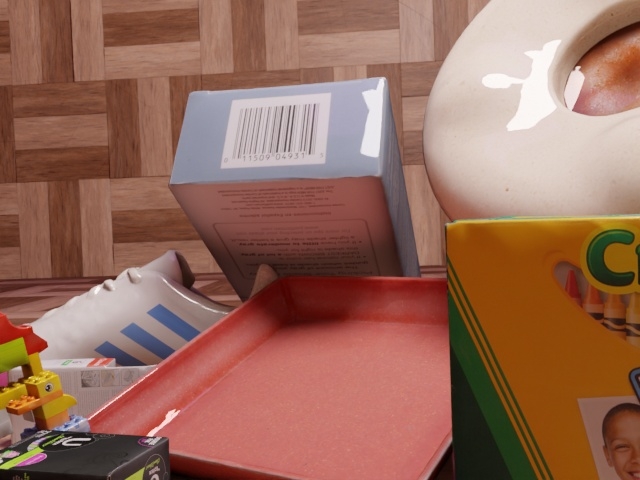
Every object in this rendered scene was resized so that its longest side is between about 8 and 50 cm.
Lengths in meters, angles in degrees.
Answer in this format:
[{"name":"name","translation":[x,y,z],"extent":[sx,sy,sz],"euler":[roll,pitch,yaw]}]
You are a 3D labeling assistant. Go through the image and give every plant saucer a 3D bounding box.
[{"name":"plant saucer","translation":[0.007,0.098,0.527],"extent":[0.258,0.048,0.259],"euler":[-1,20,34]}]

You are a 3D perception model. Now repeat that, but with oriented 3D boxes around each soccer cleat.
[{"name":"soccer cleat","translation":[-0.189,0.082,0.704],"extent":[0.331,0.143,0.116],"euler":[-2,0,-6]}]

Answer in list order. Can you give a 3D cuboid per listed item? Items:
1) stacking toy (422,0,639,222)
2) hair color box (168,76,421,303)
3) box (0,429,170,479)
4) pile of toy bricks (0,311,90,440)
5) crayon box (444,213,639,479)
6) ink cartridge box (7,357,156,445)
[{"name":"stacking toy","translation":[0.344,-0.020,0.663],"extent":[0.350,0.351,0.480],"euler":[-1,-34,44]},{"name":"hair color box","translation":[0.000,0.000,0.789],"extent":[0.185,0.114,0.374],"euler":[-1,-31,12]},{"name":"box","translation":[-0.129,0.135,0.391],"extent":[0.083,0.052,0.062],"euler":[-1,3,17]},{"name":"pile of toy bricks","translation":[-0.237,0.095,0.424],"extent":[0.118,0.105,0.212],"euler":[-2,13,41]},{"name":"crayon box","translation":[0.191,0.068,0.307],"extent":[0.278,0.165,0.081],"euler":[-1,2,42]},{"name":"ink cartridge box","translation":[-0.182,0.126,0.581],"extent":[0.115,0.063,0.029],"euler":[-2,4,-1]}]
